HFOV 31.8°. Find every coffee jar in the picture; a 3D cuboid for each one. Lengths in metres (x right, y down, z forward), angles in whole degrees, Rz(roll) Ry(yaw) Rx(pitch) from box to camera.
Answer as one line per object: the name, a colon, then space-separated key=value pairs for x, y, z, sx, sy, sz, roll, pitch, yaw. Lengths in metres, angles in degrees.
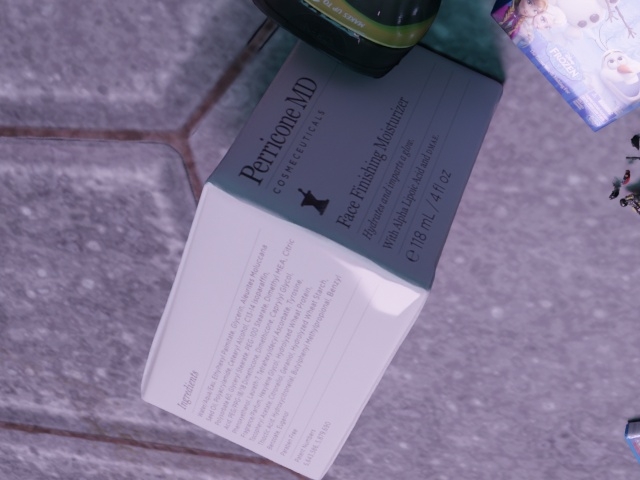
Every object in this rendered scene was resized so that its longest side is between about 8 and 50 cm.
coffee jar: x=0.039 y=-0.167 z=0.539 sx=0.096 sy=0.079 sz=0.184 roll=31 pitch=135 yaw=-4

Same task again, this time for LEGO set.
LEGO set: x=0.193 y=-0.045 z=0.625 sx=0.054 sy=0.023 sz=0.083 roll=41 pitch=146 yaw=-11

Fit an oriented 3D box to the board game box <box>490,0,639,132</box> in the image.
board game box: x=0.151 y=-0.112 z=0.580 sx=0.090 sy=0.020 sz=0.090 roll=44 pitch=131 yaw=-16

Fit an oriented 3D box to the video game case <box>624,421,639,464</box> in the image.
video game case: x=0.305 y=0.156 z=0.753 sx=0.166 sy=0.015 sz=0.119 roll=-15 pitch=122 yaw=33

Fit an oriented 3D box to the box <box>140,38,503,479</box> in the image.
box: x=0.000 y=0.000 z=0.632 sx=0.119 sy=0.181 sz=0.182 roll=25 pitch=135 yaw=1
